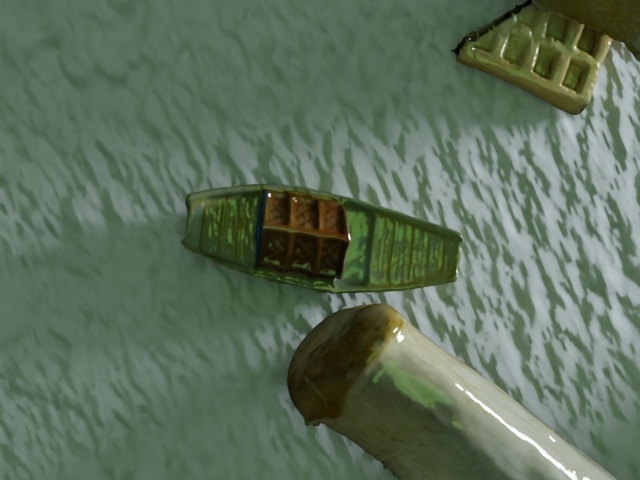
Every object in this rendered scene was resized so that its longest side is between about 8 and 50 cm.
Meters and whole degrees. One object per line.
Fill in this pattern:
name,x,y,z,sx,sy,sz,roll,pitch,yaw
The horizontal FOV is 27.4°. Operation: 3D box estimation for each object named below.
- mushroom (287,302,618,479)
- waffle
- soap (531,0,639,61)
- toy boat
mushroom,0.133,0.161,0.791,0.351,0.123,0.095,35,69,1
waffle,0.160,-0.167,0.862,0.098,0.023,0.152,26,85,-6
soap,0.232,-0.285,0.781,0.091,0.199,0.314,26,80,11
toy boat,0.000,0.000,0.811,0.172,0.066,0.065,9,83,-8
